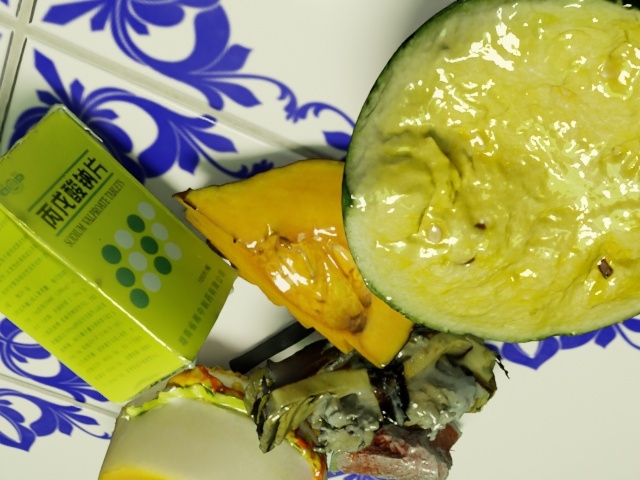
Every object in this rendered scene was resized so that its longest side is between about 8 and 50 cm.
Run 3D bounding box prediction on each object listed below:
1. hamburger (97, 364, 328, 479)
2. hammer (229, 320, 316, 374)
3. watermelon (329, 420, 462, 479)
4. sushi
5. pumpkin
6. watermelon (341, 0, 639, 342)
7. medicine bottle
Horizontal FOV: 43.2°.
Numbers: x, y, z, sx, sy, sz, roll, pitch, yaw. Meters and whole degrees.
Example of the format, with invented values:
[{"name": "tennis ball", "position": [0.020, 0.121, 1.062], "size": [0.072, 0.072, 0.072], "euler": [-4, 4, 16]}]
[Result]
[{"name": "hamburger", "position": [-0.124, 0.277, 0.974], "size": [0.276, 0.179, 0.294], "euler": [31, 134, -8]}, {"name": "hammer", "position": [-0.019, 0.094, 0.909], "size": [0.246, 0.029, 0.103], "euler": [-31, 121, 29]}, {"name": "watermelon", "position": [0.108, 0.236, 0.949], "size": [0.187, 0.139, 0.071], "euler": [-8, 100, -28]}, {"name": "sushi", "position": [0.058, 0.170, 0.877], "size": [0.290, 0.131, 0.139], "euler": [-8, 143, -27]}, {"name": "pumpkin", "position": [0.000, 0.000, 0.791], "size": [0.254, 0.149, 0.130], "euler": [37, 171, 9]}, {"name": "watermelon", "position": [0.181, -0.080, 0.641], "size": [0.330, 0.189, 0.331], "euler": [-2, 142, -2]}, {"name": "medicine bottle", "position": [-0.218, 0.018, 0.761], "size": [0.250, 0.137, 0.141], "euler": [44, 132, -16]}]
